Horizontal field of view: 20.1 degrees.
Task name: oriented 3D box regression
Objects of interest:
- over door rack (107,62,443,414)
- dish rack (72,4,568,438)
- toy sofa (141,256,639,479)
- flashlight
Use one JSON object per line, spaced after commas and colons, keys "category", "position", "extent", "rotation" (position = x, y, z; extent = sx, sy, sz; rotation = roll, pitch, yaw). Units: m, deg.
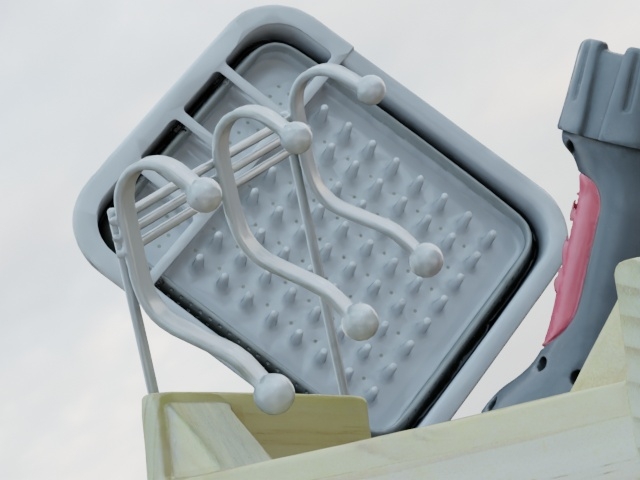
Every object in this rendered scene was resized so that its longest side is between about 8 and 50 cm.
{"category": "over door rack", "position": [-0.017, 0.082, 1.040], "extent": [0.108, 0.324, 0.239], "rotation": [8, 21, 23]}
{"category": "dish rack", "position": [0.000, 0.000, 1.441], "extent": [0.285, 0.333, 0.072], "rotation": [-51, -6, -24]}
{"category": "toy sofa", "position": [0.078, 0.130, 0.835], "extent": [0.150, 0.177, 0.362], "rotation": [4, -16, -40]}
{"category": "flashlight", "position": [0.159, 0.031, 1.108], "extent": [0.103, 0.304, 0.103], "rotation": [10, 7, -4]}
